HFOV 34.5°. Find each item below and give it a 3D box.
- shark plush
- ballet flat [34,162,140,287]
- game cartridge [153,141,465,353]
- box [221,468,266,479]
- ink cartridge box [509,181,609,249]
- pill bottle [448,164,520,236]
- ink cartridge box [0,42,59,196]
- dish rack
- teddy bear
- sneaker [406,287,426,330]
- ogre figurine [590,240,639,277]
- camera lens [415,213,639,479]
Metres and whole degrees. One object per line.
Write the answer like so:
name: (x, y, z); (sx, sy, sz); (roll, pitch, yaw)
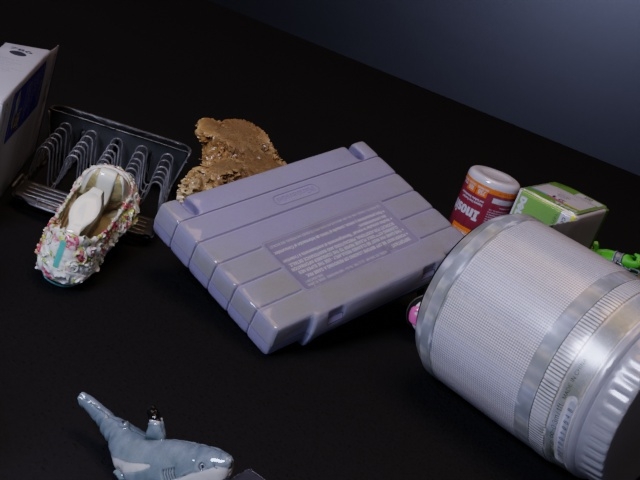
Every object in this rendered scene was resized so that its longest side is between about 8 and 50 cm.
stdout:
shark plush: (-0.135, 0.167, 0.849); (0.073, 0.067, 0.161); (-2, 25, -44)
ballet flat: (-0.257, -0.037, 1.191); (0.091, 0.077, 0.241); (18, 34, -6)
game cartridge: (0.000, 0.000, 1.277); (0.355, 0.068, 0.230); (-21, 61, -41)
box: (-0.041, 0.281, 0.633); (0.295, 0.073, 0.293); (30, 21, 29)
ink cartridge box: (0.281, 0.028, 1.429); (0.097, 0.189, 0.255); (31, 23, 28)
pill bottle: (0.248, -0.034, 1.618); (0.086, 0.152, 0.086); (17, 20, -6)
ink cartridge box: (-0.402, -0.144, 1.285); (0.065, 0.165, 0.333); (15, 19, -8)
dish rack: (-0.292, -0.090, 1.381); (0.208, 0.074, 0.271); (16, 20, -7)
teddy bear: (-0.077, -0.041, 1.440); (0.338, 0.113, 0.245); (40, 34, 28)
sneaker: (0.149, 0.083, 1.357); (0.075, 0.063, 0.170); (23, 20, 31)
ogre figurine: (0.426, 0.052, 1.580); (0.118, 0.097, 0.197); (21, 2, 15)
camera lens: (0.259, 0.114, 1.136); (0.219, 0.219, 0.274); (-3, 29, -47)
